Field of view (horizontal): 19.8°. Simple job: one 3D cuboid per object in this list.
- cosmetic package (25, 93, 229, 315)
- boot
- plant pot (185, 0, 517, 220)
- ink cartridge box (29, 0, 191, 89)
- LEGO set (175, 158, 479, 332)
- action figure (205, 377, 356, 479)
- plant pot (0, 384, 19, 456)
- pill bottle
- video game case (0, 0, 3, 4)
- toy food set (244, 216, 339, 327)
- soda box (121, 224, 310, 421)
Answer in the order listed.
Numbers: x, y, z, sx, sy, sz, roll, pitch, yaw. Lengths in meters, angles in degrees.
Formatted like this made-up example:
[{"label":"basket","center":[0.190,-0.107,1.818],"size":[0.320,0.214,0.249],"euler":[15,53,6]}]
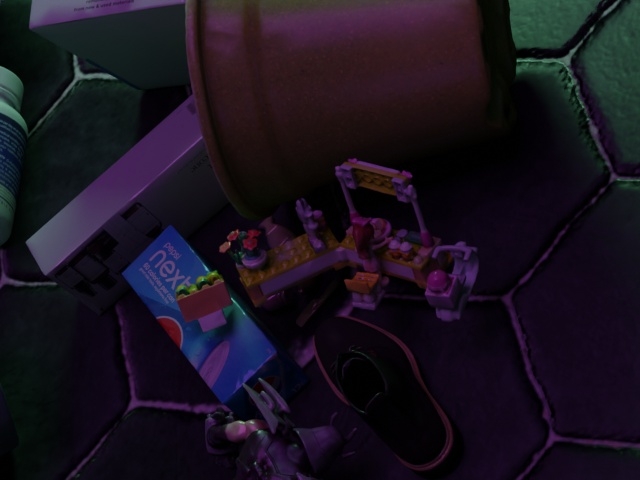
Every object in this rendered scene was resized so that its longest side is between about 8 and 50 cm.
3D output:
[{"label":"cosmetic package","center":[-0.167,-0.037,1.821],"size":[0.239,0.099,0.060],"euler":[-41,51,5]},{"label":"boot","center":[0.034,0.106,1.579],"size":[0.077,0.137,0.198],"euler":[-47,48,-1]},{"label":"plant pot","center":[0.042,-0.169,1.683],"size":[0.254,0.276,0.276],"euler":[-7,59,16]},{"label":"ink cartridge box","center":[-0.151,-0.320,1.880],"size":[0.197,0.198,0.270],"euler":[-5,72,29]},{"label":"LEGO set","center":[0.000,0.000,1.625],"size":[0.287,0.107,0.132],"euler":[-2,41,22]},{"label":"action figure","center":[-0.084,0.241,1.595],"size":[0.285,0.099,0.185],"euler":[-37,50,9]},{"label":"plant pot","center":[-0.409,0.154,1.764],"size":[0.196,0.293,0.293],"euler":[-21,48,-14]},{"label":"pill bottle","center":[-0.374,-0.093,1.975],"size":[0.112,0.112,0.186],"euler":[-11,58,27]},{"label":"video game case","center":[-0.435,-0.269,2.085],"size":[0.269,0.061,0.244],"euler":[4,62,60]},{"label":"toy food set","center":[-0.040,0.029,1.750],"size":[0.078,0.019,0.122],"euler":[-49,49,-3]},{"label":"soda box","center":[-0.101,0.080,1.727],"size":[0.071,0.067,0.210],"euler":[-44,48,2]}]
